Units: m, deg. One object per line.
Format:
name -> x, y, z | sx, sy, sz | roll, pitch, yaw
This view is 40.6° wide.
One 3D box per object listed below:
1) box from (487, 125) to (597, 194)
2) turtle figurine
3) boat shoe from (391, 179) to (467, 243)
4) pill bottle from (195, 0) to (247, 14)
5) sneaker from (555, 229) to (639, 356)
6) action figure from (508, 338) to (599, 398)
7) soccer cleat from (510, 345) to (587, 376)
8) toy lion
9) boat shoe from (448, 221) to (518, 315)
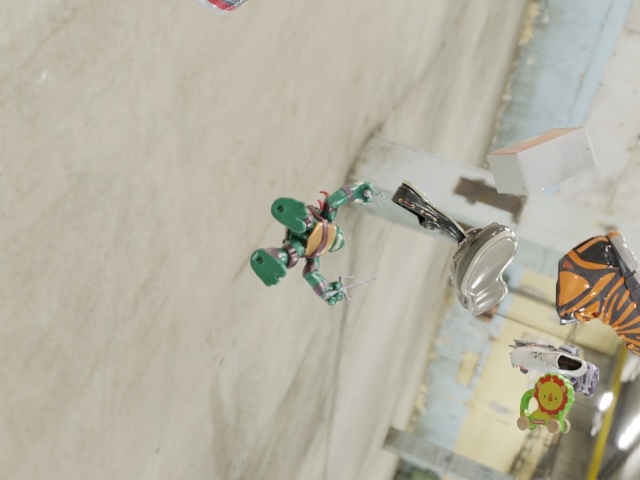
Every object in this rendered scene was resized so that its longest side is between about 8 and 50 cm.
box -> 0.458, -0.166, 1.794 | 0.091, 0.171, 0.130 | 71, -15, -11
turtle figurine -> 0.000, 0.000, 1.186 | 0.234, 0.118, 0.175 | 0, 98, -60
boat shoe -> 0.165, -0.036, 1.315 | 0.042, 0.133, 0.049 | -53, -168, -5
pill bottle -> -0.057, -0.312, 0.849 | 0.180, 0.108, 0.108 | -27, -170, 27
sneaker -> 0.560, 0.155, 1.673 | 0.180, 0.321, 0.124 | -26, 171, 9
action figure -> 0.532, 0.282, 1.935 | 0.285, 0.185, 0.099 | 19, 96, -50
soccer cleat -> 0.252, 0.132, 0.956 | 0.035, 0.083, 0.029 | 51, 52, -68
toy lion -> 0.366, 0.263, 1.404 | 0.034, 0.100, 0.096 | 9, 79, -36
boat shoe -> 0.255, 0.036, 1.441 | 0.112, 0.095, 0.335 | -34, 158, -5
